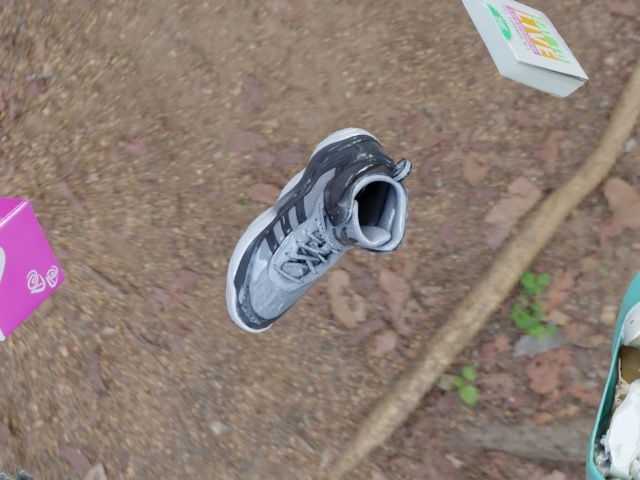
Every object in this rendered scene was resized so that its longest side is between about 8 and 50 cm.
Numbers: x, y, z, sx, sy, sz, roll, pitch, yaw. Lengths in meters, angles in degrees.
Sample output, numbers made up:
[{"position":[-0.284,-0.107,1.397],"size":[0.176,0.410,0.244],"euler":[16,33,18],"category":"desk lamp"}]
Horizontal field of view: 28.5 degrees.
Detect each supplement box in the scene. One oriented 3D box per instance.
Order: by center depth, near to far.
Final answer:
[{"position":[-0.403,0.021,1.354],"size":[0.111,0.220,0.114],"euler":[-50,132,-40],"category":"supplement box"}]

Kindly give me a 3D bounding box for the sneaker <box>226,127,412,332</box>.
[{"position":[0.000,0.000,1.401],"size":[0.101,0.153,0.268],"euler":[36,89,-28],"category":"sneaker"}]

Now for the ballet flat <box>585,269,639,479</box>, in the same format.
[{"position":[0.295,0.125,1.122],"size":[0.083,0.087,0.247],"euler":[14,74,15],"category":"ballet flat"}]

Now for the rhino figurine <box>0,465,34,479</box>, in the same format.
[{"position":[-0.362,0.318,1.419],"size":[0.073,0.243,0.106],"euler":[30,83,7],"category":"rhino figurine"}]

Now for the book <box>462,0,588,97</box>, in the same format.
[{"position":[0.202,-0.200,1.262],"size":[0.144,0.035,0.096],"euler":[3,56,-53],"category":"book"}]
